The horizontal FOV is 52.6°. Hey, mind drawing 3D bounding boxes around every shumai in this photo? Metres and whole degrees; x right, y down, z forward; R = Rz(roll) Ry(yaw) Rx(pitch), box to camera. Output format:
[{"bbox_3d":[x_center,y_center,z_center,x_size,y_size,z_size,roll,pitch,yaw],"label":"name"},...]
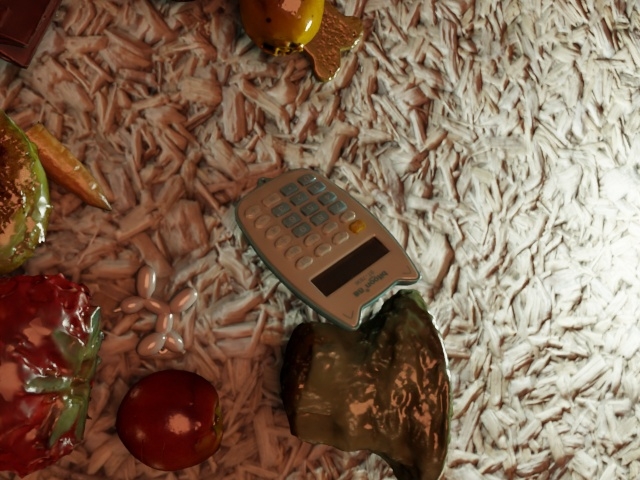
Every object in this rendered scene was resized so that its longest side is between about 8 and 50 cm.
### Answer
[{"bbox_3d":[0.080,0.297,1.300,0.323,0.324,0.398,0,81,-9],"label":"shumai"}]

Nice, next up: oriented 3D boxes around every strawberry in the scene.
[{"bbox_3d":[-0.538,0.194,1.033,0.344,0.295,0.318,9,107,-5],"label":"strawberry"}]

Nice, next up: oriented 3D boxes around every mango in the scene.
[{"bbox_3d":[-0.081,-0.517,1.289,0.201,0.152,0.287,-9,90,-11],"label":"mango"}]

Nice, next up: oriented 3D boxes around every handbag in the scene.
[{"bbox_3d":[-0.578,-0.435,1.083,0.260,0.084,0.276,20,48,-23],"label":"handbag"}]

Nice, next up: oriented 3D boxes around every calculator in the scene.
[{"bbox_3d":[0.000,0.000,1.306,0.256,0.054,0.386,-33,69,-29],"label":"calculator"}]

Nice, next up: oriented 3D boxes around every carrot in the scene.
[{"bbox_3d":[-0.465,-0.122,1.193,0.205,0.072,0.072,47,70,-22],"label":"carrot"}]

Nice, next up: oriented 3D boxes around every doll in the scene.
[{"bbox_3d":[-0.312,0.146,1.242,0.161,0.059,0.160,32,75,-20],"label":"doll"}]

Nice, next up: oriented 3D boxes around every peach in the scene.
[{"bbox_3d":[-0.281,0.330,1.186,0.197,0.197,0.198,2,86,-24],"label":"peach"}]

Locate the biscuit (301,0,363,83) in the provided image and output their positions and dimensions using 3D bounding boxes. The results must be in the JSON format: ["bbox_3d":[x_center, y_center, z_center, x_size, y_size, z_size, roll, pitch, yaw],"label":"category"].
[{"bbox_3d":[-0.048,-0.499,1.406,0.301,0.049,0.197,40,73,-18],"label":"biscuit"}]

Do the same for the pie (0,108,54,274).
[{"bbox_3d":[-0.605,-0.096,1.058,0.288,0.103,0.355,-39,84,-16],"label":"pie"}]
